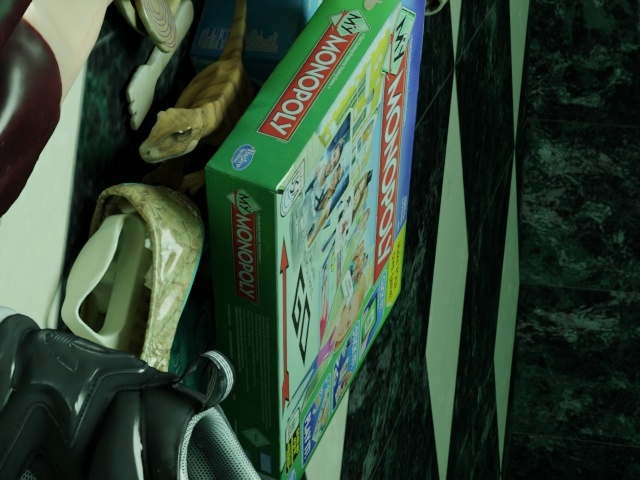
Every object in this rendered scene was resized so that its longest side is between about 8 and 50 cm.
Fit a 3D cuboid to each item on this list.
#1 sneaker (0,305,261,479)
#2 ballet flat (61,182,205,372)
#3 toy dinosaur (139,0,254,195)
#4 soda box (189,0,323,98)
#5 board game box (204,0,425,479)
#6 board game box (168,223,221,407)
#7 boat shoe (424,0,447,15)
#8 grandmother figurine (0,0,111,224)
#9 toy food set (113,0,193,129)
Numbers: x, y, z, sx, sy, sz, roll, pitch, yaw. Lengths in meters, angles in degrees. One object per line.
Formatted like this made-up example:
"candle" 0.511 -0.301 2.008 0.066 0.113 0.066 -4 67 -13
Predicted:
"sneaker" -0.101 0.166 0.654 0.101 0.153 0.269 -26 121 -74
"ballet flat" -0.113 0.064 0.790 0.067 0.073 0.206 30 60 -45
"toy dinosaur" -0.057 -0.083 0.883 0.211 0.064 0.112 -79 -174 -57
"soda box" -0.026 -0.181 1.014 0.071 0.067 0.210 74 25 -57
"board game box" 0.000 0.000 0.960 0.317 0.046 0.213 91 25 -49
"board game box" -0.084 0.099 0.967 0.126 0.026 0.186 -62 154 -57
"boat shoe" 0.077 -0.258 1.360 0.103 0.113 0.302 -67 163 7
"grandmother figurine" -0.131 -0.059 0.572 0.208 0.104 0.342 101 7 -46
"toy food set" -0.085 -0.170 0.833 0.132 0.038 0.192 -70 160 -46
